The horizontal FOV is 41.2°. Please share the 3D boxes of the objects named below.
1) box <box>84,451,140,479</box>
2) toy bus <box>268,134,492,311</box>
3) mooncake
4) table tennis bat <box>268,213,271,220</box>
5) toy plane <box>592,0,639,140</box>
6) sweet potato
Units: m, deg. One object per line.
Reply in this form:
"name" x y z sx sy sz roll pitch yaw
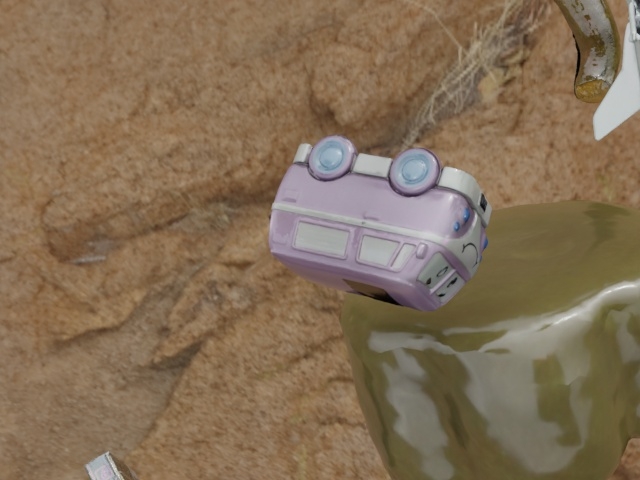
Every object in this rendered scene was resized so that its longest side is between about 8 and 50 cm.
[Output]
"box" -0.233 0.472 1.262 0.047 0.180 0.325 -34 69 -13
"toy bus" 0.064 -0.013 0.881 0.202 0.142 0.142 12 75 27
"mooncake" 0.258 0.129 1.124 0.466 0.467 0.262 -17 105 5
"table tennis bat" 0.000 0.000 1.761 0.236 0.150 0.027 27 99 0
"toy plane" 0.273 -0.199 0.700 0.082 0.160 0.234 5 93 30
"sweet potato" 0.474 -0.389 1.539 0.112 0.085 0.286 -24 97 -5
